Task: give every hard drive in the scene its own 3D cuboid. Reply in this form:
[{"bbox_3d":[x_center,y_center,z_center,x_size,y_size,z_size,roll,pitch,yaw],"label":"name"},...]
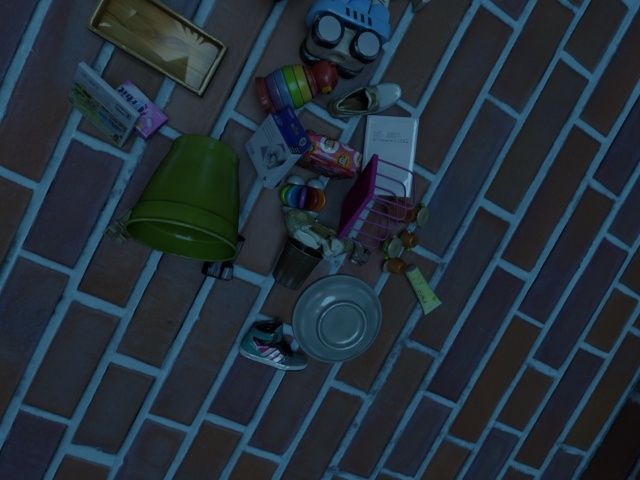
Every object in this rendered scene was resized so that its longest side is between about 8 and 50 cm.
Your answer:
[{"bbox_3d":[0.271,-0.333,1.682,0.203,0.040,0.307,7,96,10],"label":"hard drive"}]

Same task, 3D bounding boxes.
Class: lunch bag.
[{"bbox_3d":[0.029,-0.301,1.552,0.258,0.293,0.120,19,92,-14],"label":"lunch bag"}]

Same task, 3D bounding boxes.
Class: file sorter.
[{"bbox_3d":[0.208,-0.131,1.587,0.182,0.290,0.202,19,54,-11],"label":"file sorter"}]

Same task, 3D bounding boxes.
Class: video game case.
[{"bbox_3d":[-0.731,-0.448,1.425,0.227,0.206,0.026,44,48,-16],"label":"video game case"}]

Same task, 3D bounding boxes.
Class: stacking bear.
[{"bbox_3d":[-0.074,-0.555,1.523,0.289,0.175,0.164,-18,70,4],"label":"stacking bear"}]

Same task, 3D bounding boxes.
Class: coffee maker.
[{"bbox_3d":[-0.395,0.048,1.633,0.171,0.120,0.178,22,95,10],"label":"coffee maker"}]

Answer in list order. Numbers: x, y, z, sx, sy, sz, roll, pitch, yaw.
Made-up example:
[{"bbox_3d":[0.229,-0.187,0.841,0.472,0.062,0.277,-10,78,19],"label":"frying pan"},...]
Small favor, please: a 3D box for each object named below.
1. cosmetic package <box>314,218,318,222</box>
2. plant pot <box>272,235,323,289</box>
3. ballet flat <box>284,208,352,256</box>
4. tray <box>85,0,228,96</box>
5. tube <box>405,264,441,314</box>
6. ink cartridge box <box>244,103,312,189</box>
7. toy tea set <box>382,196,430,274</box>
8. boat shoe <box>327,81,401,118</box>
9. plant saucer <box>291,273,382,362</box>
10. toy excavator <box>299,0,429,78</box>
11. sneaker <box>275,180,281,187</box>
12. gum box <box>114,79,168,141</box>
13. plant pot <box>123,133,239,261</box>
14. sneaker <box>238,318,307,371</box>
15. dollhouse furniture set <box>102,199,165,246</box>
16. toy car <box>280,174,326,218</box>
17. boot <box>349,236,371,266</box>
[{"bbox_3d":[-0.067,-0.054,1.699,0.115,0.060,0.041,-17,106,-7],"label":"cosmetic package"},{"bbox_3d":[-0.099,0.096,1.678,0.167,0.167,0.165,27,103,-16],"label":"plant pot"},{"bbox_3d":[0.000,0.000,1.644,0.348,0.123,0.123,32,93,-36],"label":"ballet flat"},{"bbox_3d":[-0.552,-0.697,1.464,0.411,0.076,0.203,29,93,-16],"label":"tray"},{"bbox_3d":[0.450,0.214,1.864,0.070,0.062,0.240,-18,115,34],"label":"tube"},{"bbox_3d":[-0.152,-0.328,1.456,0.224,0.223,0.045,-44,146,26],"label":"ink cartridge box"},{"bbox_3d":[0.320,-0.022,1.780,0.200,0.124,0.336,20,93,-44],"label":"toy tea set"},{"bbox_3d":[0.182,-0.538,1.634,0.302,0.103,0.113,-21,104,-7],"label":"boat shoe"},{"bbox_3d":[0.082,0.347,1.789,0.400,0.100,0.400,-2,102,-11],"label":"plant saucer"},{"bbox_3d":[0.181,-0.830,1.538,0.433,0.222,0.445,15,89,-16],"label":"toy excavator"},{"bbox_3d":[-0.175,-0.310,1.591,0.087,0.130,0.227,5,102,-11],"label":"sneaker"},{"bbox_3d":[-0.645,-0.455,1.479,0.188,0.062,0.107,45,68,-16],"label":"gum box"},{"bbox_3d":[-0.429,-0.153,1.445,0.366,0.366,0.353,14,69,-14],"label":"plant pot"},{"bbox_3d":[-0.169,0.417,1.742,0.295,0.124,0.178,20,106,-14],"label":"sneaker"},{"bbox_3d":[-0.674,-0.025,1.578,0.161,0.101,0.182,-34,108,22],"label":"dollhouse furniture set"},{"bbox_3d":[-0.063,-0.164,1.638,0.182,0.136,0.159,10,99,-14],"label":"toy car"},{"bbox_3d":[0.152,0.054,1.778,0.118,0.042,0.087,41,98,-10],"label":"boot"}]
